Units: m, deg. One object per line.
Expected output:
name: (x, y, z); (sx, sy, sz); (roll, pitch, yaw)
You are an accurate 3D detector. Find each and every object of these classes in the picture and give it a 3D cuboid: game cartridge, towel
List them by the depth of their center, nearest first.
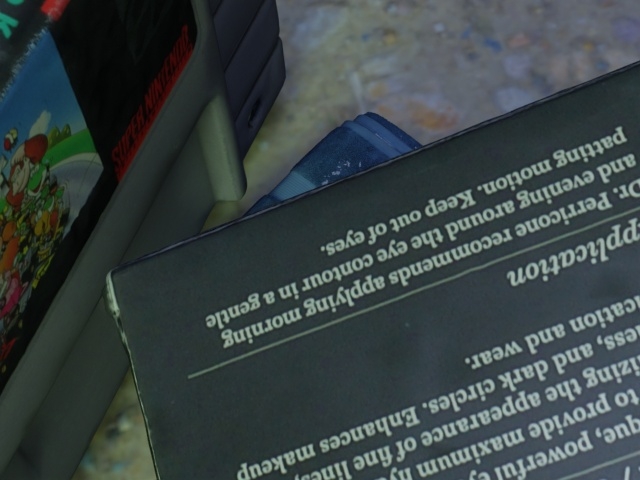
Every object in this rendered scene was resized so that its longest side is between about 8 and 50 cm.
game cartridge: (-0.107, 0.019, 0.455); (0.068, 0.230, 0.355); (22, 68, 9)
towel: (0.000, 0.000, 0.592); (0.067, 0.029, 0.119); (40, 76, 21)

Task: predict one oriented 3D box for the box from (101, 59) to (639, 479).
box: (0.151, 0.113, 0.415); (0.343, 0.179, 0.313); (-20, 65, 9)
